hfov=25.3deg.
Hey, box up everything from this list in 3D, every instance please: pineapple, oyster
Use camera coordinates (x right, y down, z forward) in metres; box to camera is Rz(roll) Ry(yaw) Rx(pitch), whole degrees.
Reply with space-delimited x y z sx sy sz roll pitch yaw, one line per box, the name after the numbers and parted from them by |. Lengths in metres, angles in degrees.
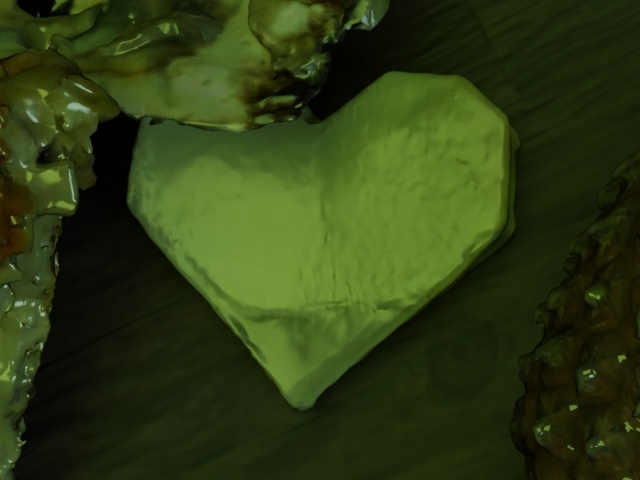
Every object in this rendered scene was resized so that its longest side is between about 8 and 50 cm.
0.159 0.107 0.649 0.202 0.202 0.362 36 108 15 | pineapple
-0.107 -0.137 0.763 0.354 0.107 0.201 3 69 22 | oyster

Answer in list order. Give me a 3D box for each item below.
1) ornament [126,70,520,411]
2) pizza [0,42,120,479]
0.000 0.000 0.750 0.201 0.059 0.180 3 82 11 | ornament
-0.260 0.028 0.705 0.406 0.130 0.440 -44 75 31 | pizza
